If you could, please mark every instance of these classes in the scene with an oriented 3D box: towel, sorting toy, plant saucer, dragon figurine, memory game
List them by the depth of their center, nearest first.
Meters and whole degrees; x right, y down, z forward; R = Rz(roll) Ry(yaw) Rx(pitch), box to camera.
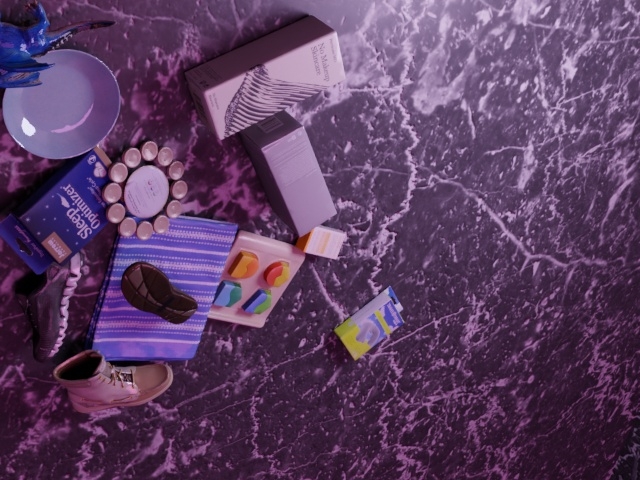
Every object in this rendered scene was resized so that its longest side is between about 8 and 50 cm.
[{"bbox_3d":[-0.454,-0.279,1.314,0.289,0.085,0.144,-3,78,-33],"label":"dragon figurine"},{"bbox_3d":[-0.432,-0.230,1.450,0.195,0.037,0.195,-19,130,-24],"label":"plant saucer"},{"bbox_3d":[-0.320,-0.090,1.604,0.186,0.012,0.186,-19,117,-43],"label":"memory game"},{"bbox_3d":[-0.319,0.103,1.748,0.243,0.040,0.336,6,116,-32],"label":"towel"},{"bbox_3d":[-0.146,0.091,1.876,0.193,0.038,0.208,17,109,-41],"label":"sorting toy"}]

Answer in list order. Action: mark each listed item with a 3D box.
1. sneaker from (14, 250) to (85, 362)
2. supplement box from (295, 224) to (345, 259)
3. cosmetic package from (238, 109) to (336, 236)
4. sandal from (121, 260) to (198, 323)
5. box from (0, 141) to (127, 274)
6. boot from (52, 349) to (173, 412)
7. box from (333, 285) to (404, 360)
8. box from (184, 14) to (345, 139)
[{"bbox_3d":[-0.517,0.118,1.614,0.106,0.078,0.234,7,112,-35],"label":"sneaker"},{"bbox_3d":[0.000,0.000,1.910,0.098,0.036,0.062,15,101,-40],"label":"supplement box"},{"bbox_3d":[-0.065,-0.137,1.712,0.107,0.127,0.238,-31,131,-14],"label":"cosmetic package"},{"bbox_3d":[-0.316,0.096,1.696,0.090,0.060,0.219,-42,145,6],"label":"sandal"},{"bbox_3d":[-0.442,-0.051,1.532,0.225,0.036,0.136,-47,137,-18],"label":"box"},{"bbox_3d":[-0.410,0.270,1.740,0.213,0.077,0.165,-13,148,-7],"label":"boot"},{"bbox_3d":[0.127,0.204,2.146,0.178,0.042,0.109,-37,135,-6],"label":"box"},{"bbox_3d":[-0.098,-0.299,1.594,0.275,0.094,0.113,-29,133,-14],"label":"box"}]
